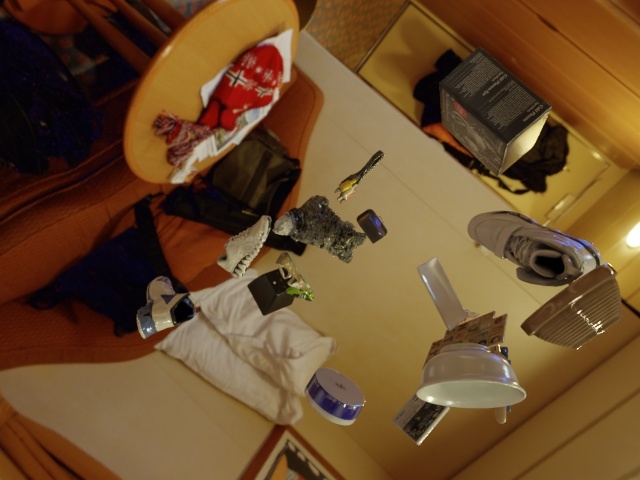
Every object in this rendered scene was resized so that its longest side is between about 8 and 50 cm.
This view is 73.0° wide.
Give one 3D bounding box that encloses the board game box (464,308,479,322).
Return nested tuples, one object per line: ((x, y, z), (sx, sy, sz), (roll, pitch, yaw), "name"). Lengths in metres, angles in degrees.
((0.608, 0.334, 1.886), (0.133, 0.168, 0.033), (-22, -125, 47), "board game box")

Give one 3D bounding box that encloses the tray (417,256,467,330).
((0.472, 0.208, 1.701), (0.145, 0.271, 0.030), (-22, 173, -40), "tray")

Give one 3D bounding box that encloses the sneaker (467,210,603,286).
((0.551, 0.013, 1.181), (0.210, 0.365, 0.138), (-7, 116, -49), "sneaker")

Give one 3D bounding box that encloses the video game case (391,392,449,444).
((0.403, 0.708, 1.757), (0.190, 0.022, 0.173), (-43, -157, -14), "video game case")

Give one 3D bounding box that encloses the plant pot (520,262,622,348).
((0.586, 0.166, 0.977), (0.237, 0.110, 0.237), (-26, 151, -16), "plant pot")

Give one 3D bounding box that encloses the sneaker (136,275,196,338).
((-0.555, 0.244, 1.621), (0.182, 0.128, 0.315), (-10, -156, -7), "sneaker")

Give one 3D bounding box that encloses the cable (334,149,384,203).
((0.180, -0.270, 1.908), (0.287, 0.072, 0.139), (-37, 154, -1), "cable")

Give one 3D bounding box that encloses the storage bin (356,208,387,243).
((0.216, -0.055, 1.784), (0.098, 0.135, 0.091), (-34, -172, 16), "storage bin")

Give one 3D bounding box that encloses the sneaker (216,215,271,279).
((-0.277, 0.016, 1.567), (0.292, 0.118, 0.110), (-52, -168, 27), "sneaker")

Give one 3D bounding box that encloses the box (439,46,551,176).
((0.592, -0.434, 1.518), (0.179, 0.312, 0.343), (-42, 161, 7), "box")

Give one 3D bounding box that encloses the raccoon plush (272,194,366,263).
((0.000, 0.000, 1.818), (0.216, 0.299, 0.446), (-56, 170, 33), "raccoon plush")

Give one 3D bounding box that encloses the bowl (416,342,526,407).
((0.424, 0.383, 1.250), (0.298, 0.297, 0.134), (125, -24, -54), "bowl")

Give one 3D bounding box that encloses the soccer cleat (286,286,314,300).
((-0.088, 0.234, 1.928), (0.072, 0.060, 0.179), (-20, 151, 19), "soccer cleat")

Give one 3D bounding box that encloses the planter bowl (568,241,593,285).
((1.107, 0.090, 1.914), (0.217, 0.090, 0.217), (-40, 144, -37), "planter bowl")

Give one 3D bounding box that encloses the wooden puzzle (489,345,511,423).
((0.864, 0.646, 2.069), (0.348, 0.080, 0.323), (-21, 110, -74), "wooden puzzle")

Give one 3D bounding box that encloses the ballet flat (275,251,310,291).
((-0.113, 0.139, 1.709), (0.067, 0.206, 0.073), (-41, -155, -19), "ballet flat")

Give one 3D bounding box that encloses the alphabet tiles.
((0.539, 0.383, 1.623), (0.342, 0.011, 0.285), (-35, -175, 38), "alphabet tiles")

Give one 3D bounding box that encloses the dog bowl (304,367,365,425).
((0.066, 0.698, 1.954), (0.104, 0.264, 0.265), (-61, 172, 9), "dog bowl")

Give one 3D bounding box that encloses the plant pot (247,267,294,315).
((-0.229, 0.238, 2.183), (0.188, 0.188, 0.167), (-18, 158, -37), "plant pot")
